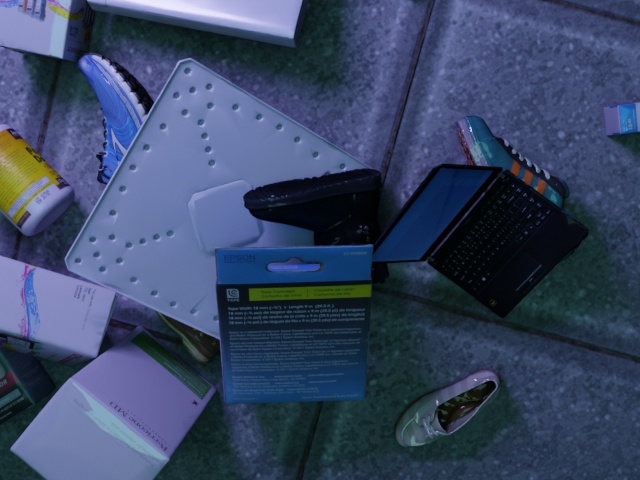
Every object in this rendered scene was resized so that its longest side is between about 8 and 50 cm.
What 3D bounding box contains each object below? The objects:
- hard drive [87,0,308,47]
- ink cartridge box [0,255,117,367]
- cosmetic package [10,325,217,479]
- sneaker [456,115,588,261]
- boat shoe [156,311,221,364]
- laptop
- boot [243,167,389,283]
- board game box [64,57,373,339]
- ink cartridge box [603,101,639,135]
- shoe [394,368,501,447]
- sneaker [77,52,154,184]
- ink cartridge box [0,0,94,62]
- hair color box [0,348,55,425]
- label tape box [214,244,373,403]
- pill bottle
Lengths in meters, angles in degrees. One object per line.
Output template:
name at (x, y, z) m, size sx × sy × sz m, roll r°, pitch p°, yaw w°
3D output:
hard drive at (-0.186, -0.463, 1.437) m, size 0.353 × 0.047 × 0.233 m, roll 12°, pitch 78°, yaw 6°
ink cartridge box at (-0.499, 0.111, 1.410) m, size 0.278 × 0.201 × 0.117 m, roll 20°, pitch 69°, yaw -22°
cosmetic package at (-0.317, 0.288, 1.407) m, size 0.197 × 0.365 × 0.155 m, roll 40°, pitch 97°, yaw -2°
sneaker at (0.343, -0.097, 1.469) m, size 0.121 × 0.108 × 0.302 m, roll -32°, pitch 101°, yaw 5°
boat shoe at (-0.242, 0.138, 1.543) m, size 0.060 × 0.064 × 0.178 m, roll -39°, pitch 99°, yaw 1°
laptop at (0.248, 0.010, 1.400) m, size 0.264 × 0.136 × 0.234 m, roll 37°, pitch 126°, yaw 1°
boot at (0.000, 0.000, 1.437) m, size 0.247 × 0.094 × 0.207 m, roll -12°, pitch 109°, yaw -23°
board game box at (-0.163, -0.045, 1.451) m, size 0.390 × 0.050 × 0.390 m, roll 29°, pitch 97°, yaw -25°
ink cartridge box at (0.550, -0.209, 1.450) m, size 0.123 × 0.088 × 0.052 m, roll -8°, pitch 95°, yaw 4°
shoe at (0.225, 0.300, 1.534) m, size 0.219 × 0.058 × 0.076 m, roll -35°, pitch 93°, yaw 6°
sneaker at (-0.337, -0.166, 1.481) m, size 0.147 × 0.130 × 0.330 m, roll -27°, pitch 94°, yaw 3°
ink cartridge box at (-0.459, -0.396, 1.454) m, size 0.127 × 0.128 × 0.176 m, roll 12°, pitch 98°, yaw 1°
hair color box at (-0.664, 0.167, 1.539) m, size 0.185 × 0.113 × 0.374 m, roll -32°, pitch 93°, yaw 5°
label tape box at (-0.043, 0.112, 1.397) m, size 0.241 × 0.106 × 0.333 m, roll -1°, pitch 126°, yaw -3°
pill bottle at (-0.540, -0.118, 1.501) m, size 0.117 × 0.117 × 0.215 m, roll -45°, pitch 93°, yaw 6°
